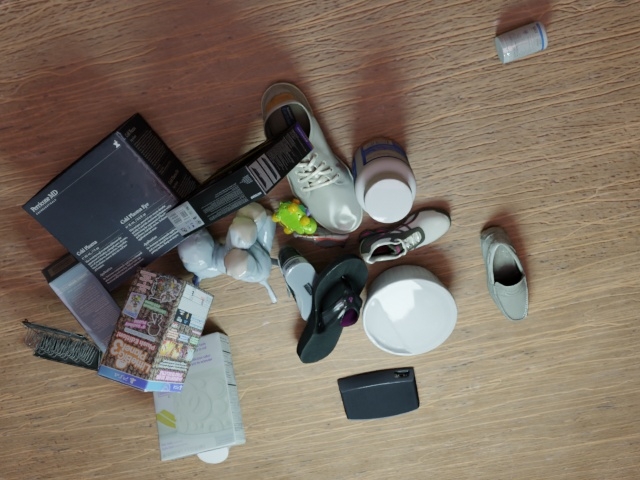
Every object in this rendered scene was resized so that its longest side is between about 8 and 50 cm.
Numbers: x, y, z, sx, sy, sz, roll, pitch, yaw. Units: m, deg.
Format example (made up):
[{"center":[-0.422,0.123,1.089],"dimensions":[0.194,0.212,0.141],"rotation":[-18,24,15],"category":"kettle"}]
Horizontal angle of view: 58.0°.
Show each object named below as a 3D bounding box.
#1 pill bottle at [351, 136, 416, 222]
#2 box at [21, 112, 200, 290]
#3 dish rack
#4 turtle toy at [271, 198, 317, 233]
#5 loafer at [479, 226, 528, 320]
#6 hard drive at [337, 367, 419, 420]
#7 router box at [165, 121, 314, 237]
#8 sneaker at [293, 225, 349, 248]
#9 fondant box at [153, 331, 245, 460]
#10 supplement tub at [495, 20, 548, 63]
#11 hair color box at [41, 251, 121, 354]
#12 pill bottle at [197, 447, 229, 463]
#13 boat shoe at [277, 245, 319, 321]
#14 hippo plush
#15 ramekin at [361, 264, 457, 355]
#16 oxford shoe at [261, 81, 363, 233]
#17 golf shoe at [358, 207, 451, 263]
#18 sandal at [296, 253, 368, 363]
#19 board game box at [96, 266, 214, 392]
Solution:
[{"center":[0.158,-0.149,1.441],"dimensions":[0.152,0.272,0.152],"rotation":[0,117,0],"category":"pill bottle"},{"center":[-0.520,-0.099,1.522],"dimensions":[0.343,0.179,0.312],"rotation":[-32,114,15],"category":"box"},{"center":[-0.771,0.311,1.715],"dimensions":[0.208,0.074,0.271],"rotation":[13,156,-3],"category":"dish rack"},{"center":[-0.064,-0.062,1.573],"dimensions":[0.095,0.066,0.130],"rotation":[-25,118,42],"category":"turtle toy"},{"center":[0.534,0.113,1.661],"dimensions":[0.112,0.111,0.319],"rotation":[-22,115,11],"category":"loafer"},{"center":[0.194,0.512,1.896],"dimensions":[0.254,0.054,0.172],"rotation":[-11,116,5],"category":"hard drive"},{"center":[-0.193,-0.143,1.378],"dimensions":[0.309,0.243,0.081],"rotation":[-22,110,39],"category":"router box"},{"center":[0.000,0.000,1.638],"dimensions":[0.158,0.061,0.065],"rotation":[6,125,0],"category":"sneaker"},{"center":[-0.376,0.469,1.744],"dimensions":[0.238,0.330,0.096],"rotation":[-17,159,9],"category":"fondant box"},{"center":[0.483,-0.477,1.386],"dimensions":[0.107,0.071,0.071],"rotation":[-18,115,10],"category":"supplement tub"},{"center":[-0.634,0.219,1.666],"dimensions":[0.113,0.185,0.374],"rotation":[-38,116,-20],"category":"hair color box"},{"center":[-0.331,0.602,1.858],"dimensions":[0.119,0.208,0.119],"rotation":[0,117,0],"category":"pill bottle"},{"center":[-0.051,0.128,1.672],"dimensions":[0.113,0.105,0.306],"rotation":[-34,139,-1],"category":"boat shoe"},{"center":[-0.256,0.015,1.597],"dimensions":[0.236,0.234,0.294],"rotation":[4,161,18],"category":"hippo plush"},{"center":[0.254,0.195,1.696],"dimensions":[0.272,0.127,0.273],"rotation":[0,117,0],"category":"ramekin"},{"center":[-0.024,-0.192,1.503],"dimensions":[0.169,0.130,0.449],"rotation":[-24,116,10],"category":"oxford shoe"},{"center":[0.240,0.000,1.603],"dimensions":[0.273,0.120,0.105],"rotation":[-21,113,9],"category":"golf shoe"},{"center":[0.050,0.219,1.665],"dimensions":[0.167,0.107,0.446],"rotation":[-12,136,-30],"category":"sandal"},{"center":[-0.429,0.246,1.547],"dimensions":[0.141,0.232,0.291],"rotation":[15,77,13],"category":"board game box"}]
